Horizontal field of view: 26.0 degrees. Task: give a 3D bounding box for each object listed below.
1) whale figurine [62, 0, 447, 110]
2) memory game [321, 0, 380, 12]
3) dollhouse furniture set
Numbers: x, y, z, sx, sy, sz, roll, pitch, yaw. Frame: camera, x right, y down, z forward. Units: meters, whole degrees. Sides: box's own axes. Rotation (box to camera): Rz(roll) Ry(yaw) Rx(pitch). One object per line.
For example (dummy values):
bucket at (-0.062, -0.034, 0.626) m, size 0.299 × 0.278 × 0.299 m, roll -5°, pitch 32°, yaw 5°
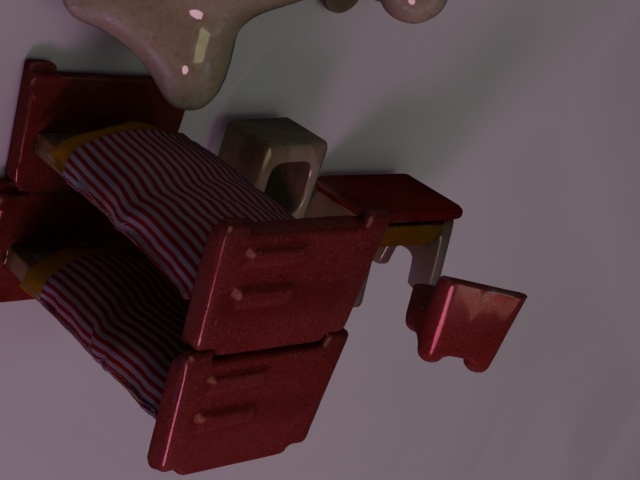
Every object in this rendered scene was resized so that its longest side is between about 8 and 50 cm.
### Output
whale figurine at (-0.015, -0.200, 0.747) m, size 0.216 × 0.141 × 0.272 m, roll 40°, pitch 104°, yaw -14°
memory game at (0.035, -0.232, 0.876) m, size 0.186 × 0.012 × 0.186 m, roll -29°, pitch 137°, yaw -31°
dollhouse furniture set at (0.000, 0.000, 0.863) m, size 0.374 × 0.201 × 0.152 m, roll -5°, pitch 122°, yaw -46°
